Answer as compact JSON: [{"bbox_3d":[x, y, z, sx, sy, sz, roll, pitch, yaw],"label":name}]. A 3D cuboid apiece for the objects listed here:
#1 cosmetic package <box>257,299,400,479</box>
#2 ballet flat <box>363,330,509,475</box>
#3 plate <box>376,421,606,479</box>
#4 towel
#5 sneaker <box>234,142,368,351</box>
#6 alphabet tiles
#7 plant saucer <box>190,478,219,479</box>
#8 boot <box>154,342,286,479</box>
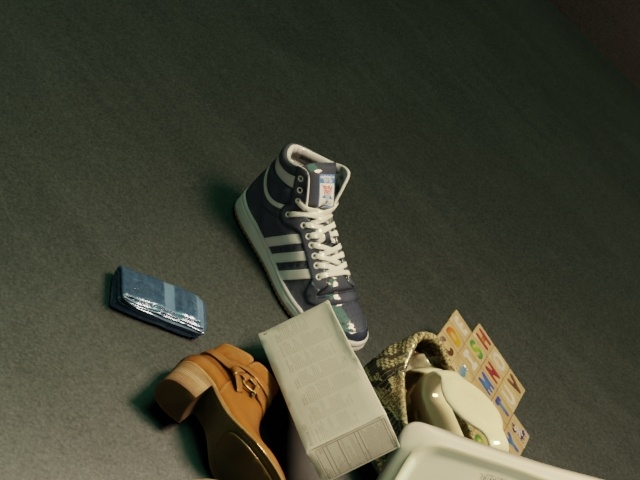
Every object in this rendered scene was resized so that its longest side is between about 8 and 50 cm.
[{"bbox_3d":[0.006,0.171,1.648,0.239,0.099,0.060,-117,-176,-57],"label":"cosmetic package"},{"bbox_3d":[0.160,0.299,1.624,0.164,0.182,0.483,15,39,-35],"label":"ballet flat"},{"bbox_3d":[0.150,0.322,1.476,0.277,0.045,0.278,14,54,28],"label":"plate"},{"bbox_3d":[-0.191,0.072,1.699,0.119,0.029,0.067,23,34,-24],"label":"towel"},{"bbox_3d":[0.000,0.000,1.866,0.099,0.153,0.282,-4,51,-47],"label":"sneaker"},{"bbox_3d":[0.216,0.201,1.914,0.198,0.009,0.237,55,27,-3],"label":"alphabet tiles"},{"bbox_3d":[-0.099,0.323,1.475,0.168,0.029,0.168,26,35,-20],"label":"plant saucer"},{"bbox_3d":[-0.083,0.200,1.612,0.197,0.073,0.152,49,26,6],"label":"boot"}]
